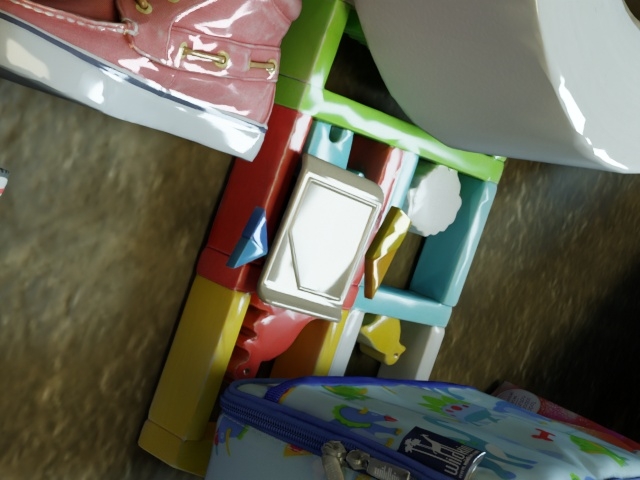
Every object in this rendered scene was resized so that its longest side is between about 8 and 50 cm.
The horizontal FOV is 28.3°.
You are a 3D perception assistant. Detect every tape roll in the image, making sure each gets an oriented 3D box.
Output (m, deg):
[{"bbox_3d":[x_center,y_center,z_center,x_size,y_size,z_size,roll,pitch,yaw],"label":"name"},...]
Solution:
[{"bbox_3d":[0.133,-0.178,0.632,0.286,0.100,0.286,-17,112,-49],"label":"tape roll"}]

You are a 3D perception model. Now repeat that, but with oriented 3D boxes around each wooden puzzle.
[{"bbox_3d":[0.000,0.000,0.611,0.116,0.014,0.078,31,79,-52],"label":"wooden puzzle"}]

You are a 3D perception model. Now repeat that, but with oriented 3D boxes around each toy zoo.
[{"bbox_3d":[0.010,0.023,0.670,0.192,0.030,0.293,15,96,-52],"label":"toy zoo"}]

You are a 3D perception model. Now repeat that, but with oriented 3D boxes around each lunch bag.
[{"bbox_3d":[0.057,0.122,0.609,0.219,0.176,0.090,11,94,-53],"label":"lunch bag"}]

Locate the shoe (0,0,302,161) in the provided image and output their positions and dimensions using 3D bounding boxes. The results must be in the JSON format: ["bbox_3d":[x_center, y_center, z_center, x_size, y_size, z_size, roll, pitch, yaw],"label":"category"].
[{"bbox_3d":[-0.072,-0.088,0.497,0.178,0.063,0.081,15,95,-57],"label":"shoe"}]

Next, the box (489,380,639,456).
[{"bbox_3d":[0.149,0.241,0.865,0.122,0.128,0.257,-38,134,-32],"label":"box"}]

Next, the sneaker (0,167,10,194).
[{"bbox_3d":[-0.175,0.009,0.421,0.161,0.057,0.075,-7,107,-51],"label":"sneaker"}]
